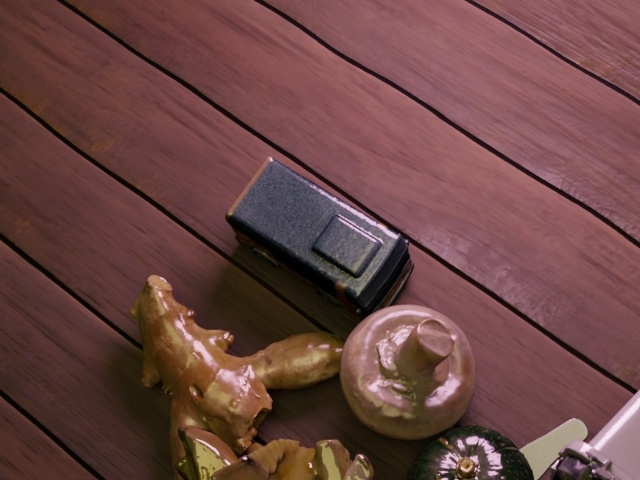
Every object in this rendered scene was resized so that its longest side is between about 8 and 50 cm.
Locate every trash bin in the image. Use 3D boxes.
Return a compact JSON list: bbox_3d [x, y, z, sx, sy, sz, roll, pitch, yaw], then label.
[{"bbox_3d":[0.506,0.280,1.654,0.256,0.296,0.367,39,75,19],"label":"trash bin"}]

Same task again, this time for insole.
[{"bbox_3d":[0.335,0.319,1.807,0.153,0.002,0.053,-33,70,-3],"label":"insole"}]

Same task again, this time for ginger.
[{"bbox_3d":[-0.006,0.402,1.598,0.413,0.211,0.358,24,41,-22],"label":"ginger"},{"bbox_3d":[-0.174,0.253,1.860,0.348,0.122,0.363,23,83,16],"label":"ginger"}]

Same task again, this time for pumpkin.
[{"bbox_3d":[0.213,0.359,1.735,0.190,0.146,0.190,-8,67,18],"label":"pumpkin"}]

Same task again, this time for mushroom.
[{"bbox_3d":[0.136,0.183,1.770,0.207,0.215,0.207,5,64,-10],"label":"mushroom"}]

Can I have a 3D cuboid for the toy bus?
[{"bbox_3d":[0.000,0.000,1.879,0.275,0.167,0.138,33,79,16],"label":"toy bus"}]
